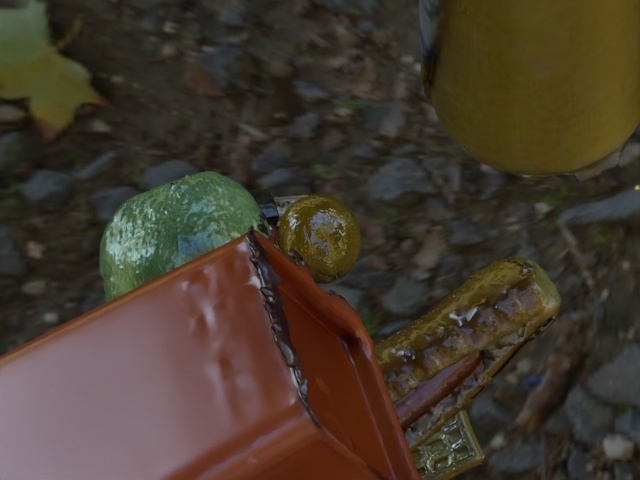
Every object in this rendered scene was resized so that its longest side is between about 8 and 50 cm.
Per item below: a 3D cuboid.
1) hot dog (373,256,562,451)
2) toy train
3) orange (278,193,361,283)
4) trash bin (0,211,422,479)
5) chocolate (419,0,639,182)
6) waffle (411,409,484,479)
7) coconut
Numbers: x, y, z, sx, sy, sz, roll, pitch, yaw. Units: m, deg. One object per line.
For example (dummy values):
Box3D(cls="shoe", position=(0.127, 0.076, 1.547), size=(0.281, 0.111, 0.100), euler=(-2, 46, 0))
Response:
Box3D(cls="hot dog", position=(0.047, 0.109, 1.236), size=(0.289, 0.068, 0.083), euler=(-39, 41, 0))
Box3D(cls="toy train", position=(-0.039, -0.016, 1.861), size=(0.138, 0.087, 0.050), euler=(-5, 51, -22))
Box3D(cls="orange", position=(0.000, 0.000, 1.789), size=(0.085, 0.085, 0.095), euler=(-23, 69, 10))
Box3D(cls="trash bin", position=(-0.087, 0.103, 0.764), size=(0.238, 0.161, 0.184), euler=(-33, 48, 12))
Box3D(cls="chocolate", position=(0.123, -0.221, 1.054), size=(0.162, 0.445, 0.162), euler=(-4, 56, 6))
Box3D(cls="waffle", position=(0.088, 0.203, 1.691), size=(0.135, 0.021, 0.092), euler=(-28, 65, 19))
Box3D(cls="coconut", position=(-0.061, 0.017, 0.819), size=(0.088, 0.088, 0.096), euler=(-22, 76, 10))
